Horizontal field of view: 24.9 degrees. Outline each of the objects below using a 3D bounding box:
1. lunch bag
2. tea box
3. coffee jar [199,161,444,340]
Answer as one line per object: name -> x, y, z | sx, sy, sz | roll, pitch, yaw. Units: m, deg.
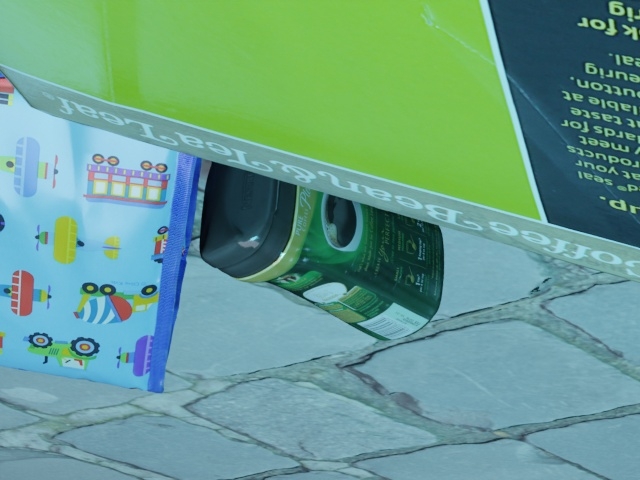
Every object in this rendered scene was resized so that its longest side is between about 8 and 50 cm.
lunch bag -> -0.195, -0.035, 0.973 | 0.221, 0.138, 0.293 | 10, 146, -4
tea box -> 0.029, -0.163, 0.410 | 0.329, 0.220, 0.323 | 17, 160, 21
coffee jar -> 0.000, 0.000, 1.023 | 0.184, 0.096, 0.079 | 25, 146, -36
